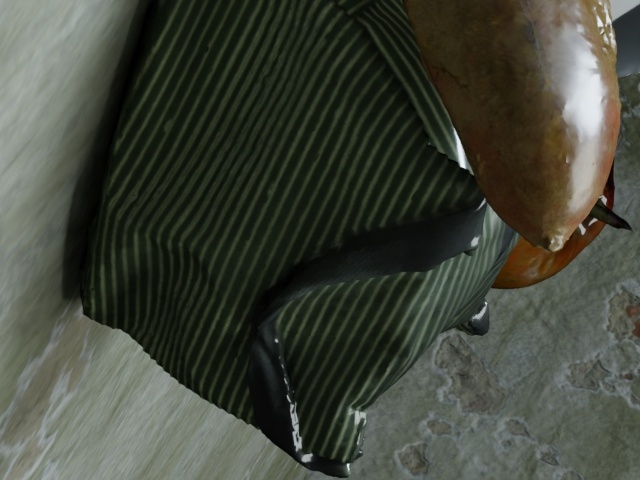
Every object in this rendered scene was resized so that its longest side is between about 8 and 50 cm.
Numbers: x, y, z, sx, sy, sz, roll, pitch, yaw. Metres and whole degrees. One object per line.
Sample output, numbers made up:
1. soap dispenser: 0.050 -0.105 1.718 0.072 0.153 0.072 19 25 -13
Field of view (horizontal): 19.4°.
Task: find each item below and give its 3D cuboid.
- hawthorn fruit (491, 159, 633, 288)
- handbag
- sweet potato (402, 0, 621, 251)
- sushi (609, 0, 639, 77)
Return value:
1. hawthorn fruit: 0.196 -0.074 1.988 0.268 0.301 0.268 -52 167 -18
2. handbag: 0.008 -0.042 1.130 0.247 0.240 0.341 -45 164 -45
3. sweet potato: 0.078 -0.182 0.959 0.109 0.109 0.385 5 71 -82
4. sushi: 0.247 -0.275 1.861 0.227 0.212 0.215 -30 132 -2
